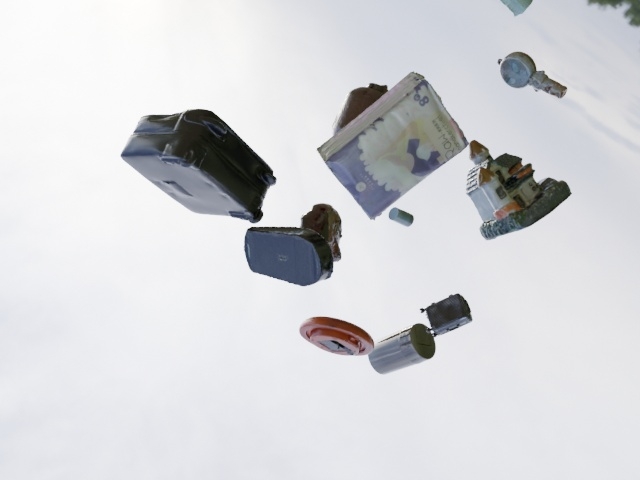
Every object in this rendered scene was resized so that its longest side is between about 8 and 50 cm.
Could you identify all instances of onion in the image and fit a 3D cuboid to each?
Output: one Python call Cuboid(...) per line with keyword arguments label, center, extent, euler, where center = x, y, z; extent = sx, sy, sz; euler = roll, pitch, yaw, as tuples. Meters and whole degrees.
Cuboid(label="onion", center=(0.000, 0.000, 2.180), extent=(0.195, 0.272, 0.272), euler=(29, -147, 7))

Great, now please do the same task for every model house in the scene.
Cuboid(label="model house", center=(0.550, -0.186, 1.819), extent=(0.271, 0.190, 0.301), euler=(-31, -93, -25))

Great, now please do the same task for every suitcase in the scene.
Cuboid(label="suitcase", center=(0.344, 0.202, 1.653), extent=(0.059, 0.126, 0.086), euler=(38, -150, -49))
Cuboid(label="suitcase", center=(-0.335, -0.198, 1.673), extent=(0.345, 0.339, 0.188), euler=(41, -118, -47))

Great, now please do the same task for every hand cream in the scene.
Cuboid(label="hand cream", center=(0.341, -0.537, 1.216), extent=(0.205, 0.050, 0.078), euler=(41, -104, -14))

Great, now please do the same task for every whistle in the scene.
Cuboid(label="whistle", center=(0.600, -0.469, 1.735), extent=(0.057, 0.107, 0.220), euler=(-38, -120, -26))

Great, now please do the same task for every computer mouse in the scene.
Cuboid(label="computer mouse", center=(-0.092, 0.037, 1.832), extent=(0.295, 0.168, 0.087), euler=(10, -152, 22))

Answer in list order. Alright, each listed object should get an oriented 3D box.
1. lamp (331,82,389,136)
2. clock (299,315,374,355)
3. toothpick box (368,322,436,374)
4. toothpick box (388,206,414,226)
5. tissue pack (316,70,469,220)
Cuboid(label="lamp", center=(0.135, -0.364, 1.879), extent=(0.180, 0.258, 0.180), euler=(23, 174, 2))
Cuboid(label="clock", center=(0.042, 0.260, 1.614), extent=(0.205, 0.205, 0.051), euler=(25, -118, -13))
Cuboid(label="toothpick box", center=(0.239, 0.321, 1.791), extent=(0.111, 0.180, 0.111), euler=(23, -129, -33))
Cuboid(label="toothpick box", center=(0.292, -0.085, 2.202), extent=(0.083, 0.052, 0.052), euler=(21, -146, -36))
Cuboid(label="tissue pack", center=(0.196, -0.251, 1.629), extent=(0.242, 0.343, 0.125), euler=(47, -170, -30))
